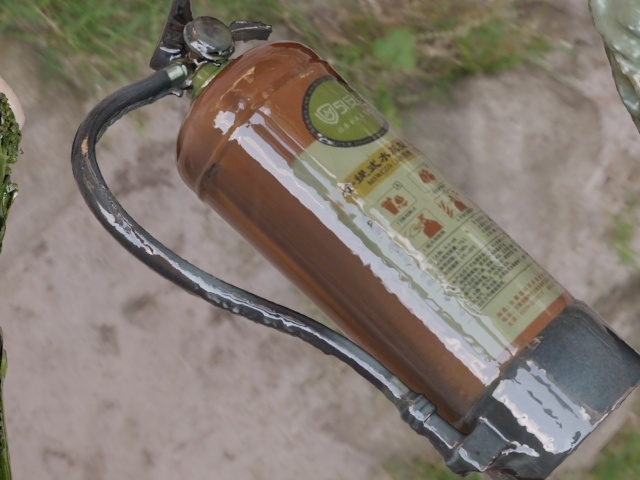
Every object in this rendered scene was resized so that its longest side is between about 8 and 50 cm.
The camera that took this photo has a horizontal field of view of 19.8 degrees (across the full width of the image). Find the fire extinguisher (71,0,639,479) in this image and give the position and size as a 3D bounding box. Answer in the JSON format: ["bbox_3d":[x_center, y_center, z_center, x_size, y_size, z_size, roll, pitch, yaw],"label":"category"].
[{"bbox_3d":[0.007,-0.008,1.057,0.113,0.376,0.200,-51,167,25],"label":"fire extinguisher"}]

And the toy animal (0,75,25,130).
[{"bbox_3d":[-0.371,-0.144,1.373,0.213,0.256,0.195,17,105,-44],"label":"toy animal"}]

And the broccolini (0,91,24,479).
[{"bbox_3d":[-0.106,0.014,0.558,0.051,0.239,0.054,-18,125,-6],"label":"broccolini"}]

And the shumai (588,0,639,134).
[{"bbox_3d":[0.264,-0.105,0.820,0.260,0.222,0.225,39,136,3],"label":"shumai"}]
